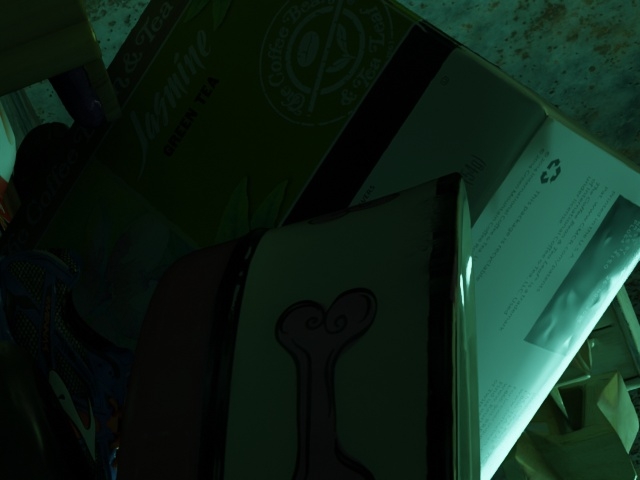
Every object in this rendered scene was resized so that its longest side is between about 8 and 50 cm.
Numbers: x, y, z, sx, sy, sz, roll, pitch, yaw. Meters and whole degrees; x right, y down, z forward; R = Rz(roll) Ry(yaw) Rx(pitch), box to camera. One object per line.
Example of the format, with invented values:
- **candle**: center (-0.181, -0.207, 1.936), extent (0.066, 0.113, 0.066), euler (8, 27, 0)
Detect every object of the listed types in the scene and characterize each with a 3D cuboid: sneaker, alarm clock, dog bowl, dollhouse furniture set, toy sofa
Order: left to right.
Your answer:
- **toy sofa**: center (-0.261, -0.199, 1.251), extent (0.362, 0.150, 0.177), euler (-120, -168, -53)
- **alarm clock**: center (-0.145, 0.098, 0.859), extent (0.192, 0.064, 0.129), euler (58, -9, 43)
- **sneaker**: center (-0.296, -0.029, 2.146), extent (0.130, 0.087, 0.227), euler (75, -7, -55)
- **sneaker**: center (-0.148, 0.103, 1.126), extent (0.083, 0.087, 0.221), euler (-138, -156, -81)
- **dog bowl**: center (0.003, 0.172, 0.903), extent (0.408, 0.150, 0.408), euler (-2, 90, -84)
- **dollhouse furniture set**: center (0.186, 0.174, 1.822), extent (0.394, 0.256, 0.362), euler (-70, 139, -64)

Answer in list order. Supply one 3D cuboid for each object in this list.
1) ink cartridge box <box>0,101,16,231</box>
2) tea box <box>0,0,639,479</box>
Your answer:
- **ink cartridge box**: center (-0.308, -0.084, 1.740), extent (0.179, 0.045, 0.145), euler (63, -4, 5)
- **tea box**: center (0.000, 0.000, 1.246), extent (0.323, 0.329, 0.220), euler (38, 8, 36)
